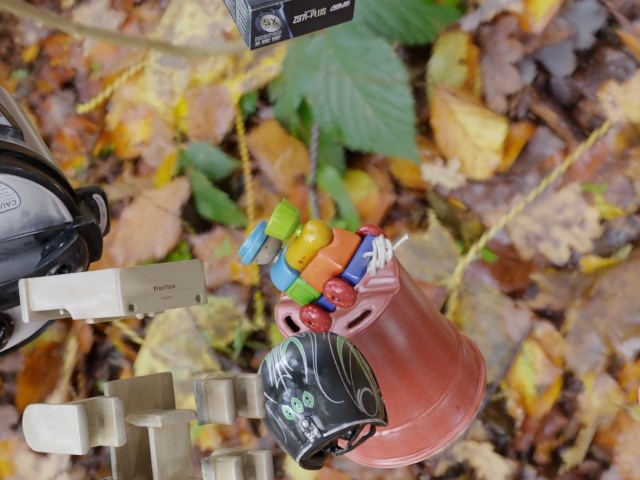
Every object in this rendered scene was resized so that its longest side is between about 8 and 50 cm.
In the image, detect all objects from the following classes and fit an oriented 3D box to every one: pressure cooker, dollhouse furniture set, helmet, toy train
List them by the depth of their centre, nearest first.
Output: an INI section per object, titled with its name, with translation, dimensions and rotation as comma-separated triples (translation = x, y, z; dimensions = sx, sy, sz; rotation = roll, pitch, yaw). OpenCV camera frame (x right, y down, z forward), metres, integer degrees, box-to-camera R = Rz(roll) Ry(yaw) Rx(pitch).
[dollhouse furniture set]
translation = -0.185, 0.146, 1.211
dimensions = 0.161, 0.212, 0.242
rotation = -6, 89, 46
[toy train]
translation = 0.000, 0.000, 1.475
dimensions = 0.105, 0.143, 0.248
rotation = -59, 4, -29
[helmet]
translation = -0.006, 0.194, 1.638
dimensions = 0.169, 0.169, 0.161
rotation = -43, 60, 30
[pressure cooker]
translation = -0.533, -0.024, 1.864
dimensions = 0.370, 0.375, 0.420
rotation = -49, 43, 9

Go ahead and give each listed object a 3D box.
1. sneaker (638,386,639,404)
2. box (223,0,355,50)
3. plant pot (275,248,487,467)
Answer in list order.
[sneaker]
translation = 0.447, 0.158, 1.532
dimensions = 0.063, 0.074, 0.170
rotation = 63, 141, 36
[box]
translation = -0.057, -0.347, 1.625
dimensions = 0.077, 0.147, 0.180
rotation = 96, 151, -57
[plant pot]
translation = 0.078, 0.155, 1.931
dimensions = 0.272, 0.265, 0.272
rotation = -19, 41, 17
